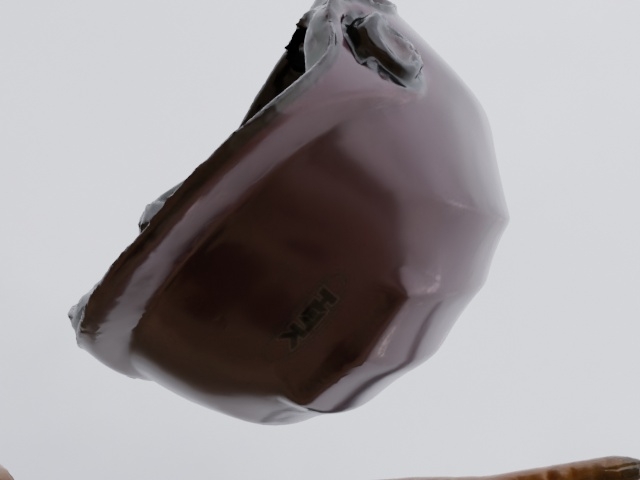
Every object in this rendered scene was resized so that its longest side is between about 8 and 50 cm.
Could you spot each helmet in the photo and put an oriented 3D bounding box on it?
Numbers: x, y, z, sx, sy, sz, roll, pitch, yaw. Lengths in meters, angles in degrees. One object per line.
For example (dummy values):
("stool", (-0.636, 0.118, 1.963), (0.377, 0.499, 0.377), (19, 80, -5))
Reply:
("helmet", (0.000, 0.000, 1.202), (0.197, 0.338, 0.271), (40, -74, -7))

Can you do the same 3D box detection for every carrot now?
("carrot", (0.090, 0.175, 1.318), (0.256, 0.061, 0.061), (-13, -61, 6))

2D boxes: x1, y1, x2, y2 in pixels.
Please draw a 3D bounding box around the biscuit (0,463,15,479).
("biscuit", (-0.087, 0.231, 0.879), (0.334, 0.047, 0.202), (34, -34, 54))
